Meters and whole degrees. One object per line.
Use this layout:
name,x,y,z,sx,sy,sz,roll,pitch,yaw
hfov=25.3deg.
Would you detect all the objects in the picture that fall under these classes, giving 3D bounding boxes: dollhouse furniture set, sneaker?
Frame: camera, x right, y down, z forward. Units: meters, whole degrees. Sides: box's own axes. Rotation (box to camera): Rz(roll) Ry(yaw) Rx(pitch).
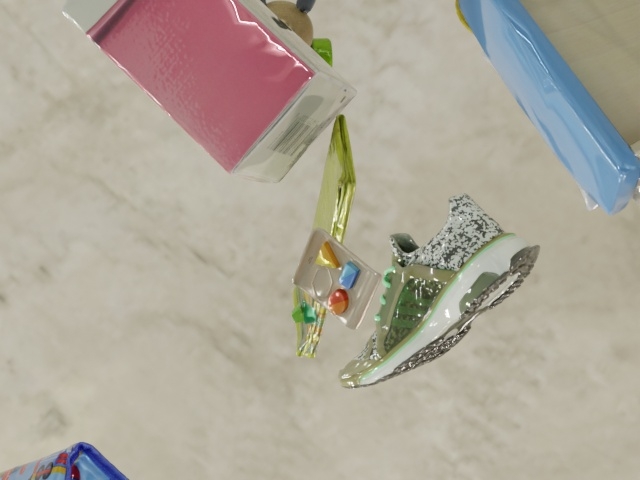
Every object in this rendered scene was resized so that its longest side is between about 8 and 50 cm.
dollhouse furniture set,0.255,-0.068,0.742,0.303,0.286,0.198,56,170,21
sneaker,0.154,0.078,2.211,0.410,0.158,0.182,-44,70,30

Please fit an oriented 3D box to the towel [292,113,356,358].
towel,0.000,0.000,1.374,0.021,0.102,0.237,2,134,-12

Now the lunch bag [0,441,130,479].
lunch bag,-0.138,0.295,1.092,0.293,0.138,0.221,35,147,-21

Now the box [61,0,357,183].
box,-0.101,-0.177,1.338,0.232,0.148,0.127,44,100,13

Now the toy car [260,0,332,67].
toy car,-0.055,-0.275,1.871,0.155,0.149,0.188,-2,132,-6

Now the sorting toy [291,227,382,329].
sorting toy,0.006,0.038,1.032,0.062,0.012,0.083,36,129,18
